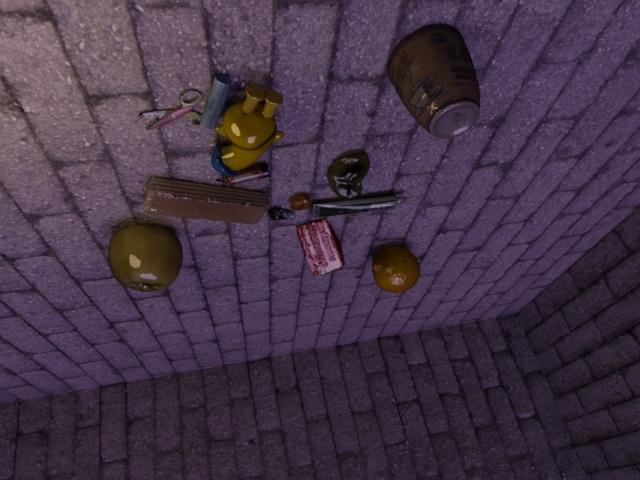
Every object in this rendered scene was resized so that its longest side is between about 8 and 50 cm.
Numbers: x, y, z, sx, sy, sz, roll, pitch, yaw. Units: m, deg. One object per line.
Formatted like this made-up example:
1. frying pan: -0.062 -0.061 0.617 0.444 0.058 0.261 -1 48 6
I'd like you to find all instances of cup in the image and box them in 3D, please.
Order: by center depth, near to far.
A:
1. cup: 0.335 -0.401 1.357 0.227 0.257 0.301 -17 153 11

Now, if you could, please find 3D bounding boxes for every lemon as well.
1. lemon: 0.364 0.142 2.343 0.228 0.228 0.253 -31 145 29

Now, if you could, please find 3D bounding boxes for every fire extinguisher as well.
1. fire extinguisher: -0.263 -0.220 1.623 0.177 0.050 0.062 -14 177 -1

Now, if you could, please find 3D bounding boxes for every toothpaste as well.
1. toothpaste: 0.158 -0.143 1.929 0.392 0.061 0.099 -7 151 -6

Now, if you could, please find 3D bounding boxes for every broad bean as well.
1. broad bean: 0.102 -0.240 1.740 0.153 0.072 0.207 -10 139 -11

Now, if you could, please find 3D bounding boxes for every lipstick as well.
1. lipstick: -0.290 -0.381 1.321 0.048 0.048 0.158 4 141 -29

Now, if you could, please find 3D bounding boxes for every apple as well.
1. apple: -0.650 0.064 1.779 0.262 0.262 0.262 -10 151 -6

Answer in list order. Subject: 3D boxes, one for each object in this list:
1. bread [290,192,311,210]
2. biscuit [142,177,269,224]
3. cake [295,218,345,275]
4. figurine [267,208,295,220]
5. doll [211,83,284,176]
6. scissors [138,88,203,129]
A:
1. bread: -0.075 -0.145 1.837 0.083 0.046 0.081 6 148 -33
2. biscuit: -0.400 -0.132 1.691 0.426 0.079 0.144 6 146 -30
3. cake: 0.000 0.000 2.120 0.158 0.160 0.262 -17 116 6
4. figurine: -0.154 -0.100 1.889 0.106 0.047 0.060 2 -176 -39
5. doll: -0.215 -0.300 1.413 0.199 0.145 0.363 11 148 -22
6. scissors: -0.414 -0.357 1.354 0.187 0.020 0.133 -15 148 -2
